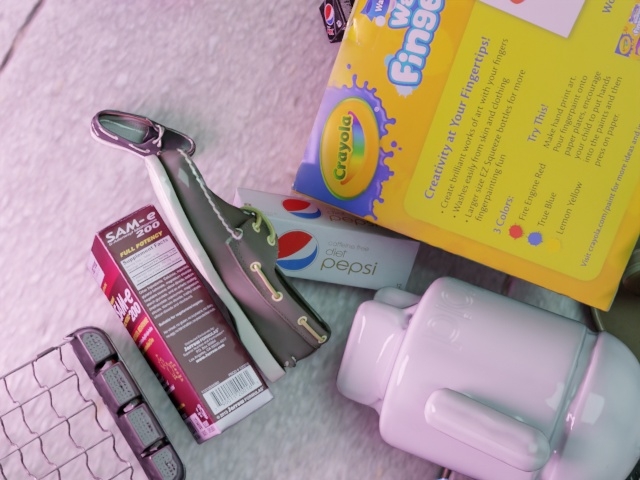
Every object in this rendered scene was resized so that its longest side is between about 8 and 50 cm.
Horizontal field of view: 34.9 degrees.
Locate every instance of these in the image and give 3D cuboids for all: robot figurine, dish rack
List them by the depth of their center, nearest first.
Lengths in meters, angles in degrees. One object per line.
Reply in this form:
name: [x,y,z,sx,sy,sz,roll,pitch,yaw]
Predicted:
dish rack: [-0.290,0.226,1.032,0.271,0.074,0.208,-30,84,-22]
robot figurine: [0.200,0.165,1.107,0.353,0.300,0.200,20,108,13]

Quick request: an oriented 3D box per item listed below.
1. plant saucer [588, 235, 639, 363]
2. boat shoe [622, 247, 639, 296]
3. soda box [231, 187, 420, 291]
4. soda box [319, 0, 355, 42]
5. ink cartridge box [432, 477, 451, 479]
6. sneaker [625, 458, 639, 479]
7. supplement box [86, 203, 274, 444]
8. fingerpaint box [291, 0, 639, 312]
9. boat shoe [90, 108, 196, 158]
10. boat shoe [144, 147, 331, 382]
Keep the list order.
plant saucer: [0.467,0.075,1.347,0.277,0.041,0.278,5,73,-17]
boat shoe: [0.500,0.010,1.303,0.302,0.109,0.098,-4,70,-26]
soda box: [0.000,0.000,1.182,0.216,0.074,0.069,9,27,-16]
soda box: [0.088,-0.302,1.322,0.169,0.060,0.053,-13,79,-22]
ink cartridge box: [0.183,0.328,1.119,0.190,0.139,0.082,21,68,-12]
sneaker: [0.372,0.286,1.244,0.089,0.051,0.170,-8,73,-16]
supplement box: [-0.154,0.093,1.083,0.073,0.130,0.239,-30,84,-23]
fingerpaint box: [0.220,-0.203,1.113,0.371,0.163,0.445,21,102,10]
boat shoe: [-0.203,-0.123,1.182,0.125,0.038,0.046,18,69,-13]
boat shoe: [-0.084,0.018,1.075,0.091,0.109,0.305,-30,123,-4]
